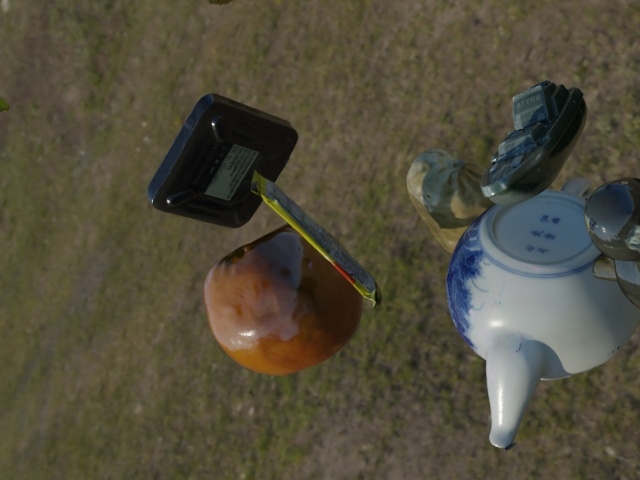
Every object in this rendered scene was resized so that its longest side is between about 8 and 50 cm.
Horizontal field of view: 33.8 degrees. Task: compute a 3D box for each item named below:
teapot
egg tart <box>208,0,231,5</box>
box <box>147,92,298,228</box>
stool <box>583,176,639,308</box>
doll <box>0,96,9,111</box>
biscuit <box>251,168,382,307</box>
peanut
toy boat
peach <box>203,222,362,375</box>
[{"bbox_3d":[0.295,0.080,1.388,0.280,0.252,0.424,79,-148,-42],"label":"teapot"},{"bbox_3d":[-0.060,-0.433,1.494,0.295,0.294,0.116,-3,112,67],"label":"egg tart"},{"bbox_3d":[-0.216,-0.169,2.355,0.290,0.289,0.073,-56,48,17],"label":"box"},{"bbox_3d":[0.351,-0.010,1.056,0.153,0.228,0.139,-49,29,-6],"label":"stool"},{"bbox_3d":[-0.549,-0.051,1.460,0.346,0.098,0.341,-24,50,32],"label":"doll"},{"bbox_3d":[0.000,0.000,1.526,0.026,0.292,0.048,-34,33,20],"label":"biscuit"},{"bbox_3d":[0.225,-0.056,1.669,0.129,0.224,0.129,-24,40,21],"label":"peanut"},{"bbox_3d":[0.230,-0.109,1.154,0.078,0.085,0.260,-22,15,37],"label":"toy boat"},{"bbox_3d":[-0.076,0.133,2.259,0.342,0.302,0.343,-29,3,2],"label":"peach"}]
